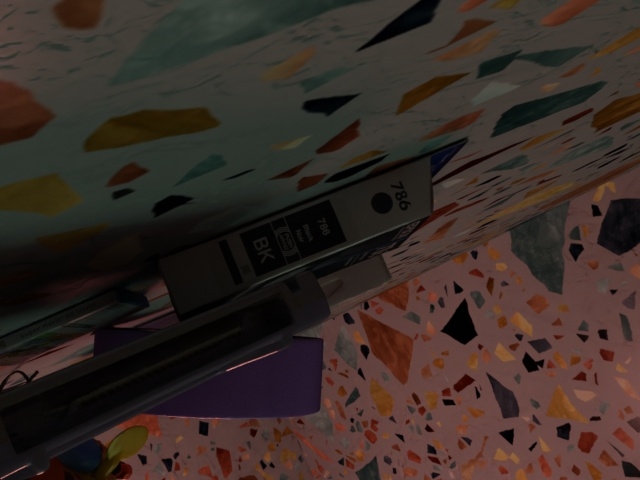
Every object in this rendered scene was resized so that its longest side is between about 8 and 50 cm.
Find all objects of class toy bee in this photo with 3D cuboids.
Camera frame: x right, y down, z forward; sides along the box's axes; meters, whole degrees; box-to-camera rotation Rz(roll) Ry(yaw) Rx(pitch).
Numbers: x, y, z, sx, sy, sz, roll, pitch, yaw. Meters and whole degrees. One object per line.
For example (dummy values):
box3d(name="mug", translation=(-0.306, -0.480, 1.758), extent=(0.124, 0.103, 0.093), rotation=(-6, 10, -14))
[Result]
box3d(name="toy bee", translation=(-0.276, 0.273, 0.944), extent=(0.195, 0.298, 0.162), rotation=(-36, 129, 17))

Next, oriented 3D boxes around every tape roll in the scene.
box3d(name="tape roll", translation=(-0.135, 0.155, 0.968), extent=(0.274, 0.090, 0.275), rotation=(3, 173, 0))

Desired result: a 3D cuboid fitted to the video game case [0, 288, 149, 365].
box3d(name="video game case", translation=(-0.271, 0.093, 0.835), extent=(0.166, 0.015, 0.119), rotation=(-24, 173, -1))

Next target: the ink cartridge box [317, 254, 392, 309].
box3d(name="ink cartridge box", translation=(-0.001, 0.052, 1.051), extent=(0.160, 0.093, 0.219), rotation=(-23, 172, -3))

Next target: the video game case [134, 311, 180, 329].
box3d(name="video game case", translation=(-0.218, 0.132, 1.207), extent=(0.183, 0.023, 0.201), rotation=(-22, 172, -13))

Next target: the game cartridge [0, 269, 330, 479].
box3d(name="game cartridge", translation=(-0.178, 0.124, 0.624), extent=(0.230, 0.068, 0.355), rotation=(-32, 173, 39))

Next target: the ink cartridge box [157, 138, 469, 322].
box3d(name="ink cartridge box", translation=(0.000, 0.000, 0.835), extent=(0.332, 0.065, 0.165), rotation=(-23, 171, -11))
